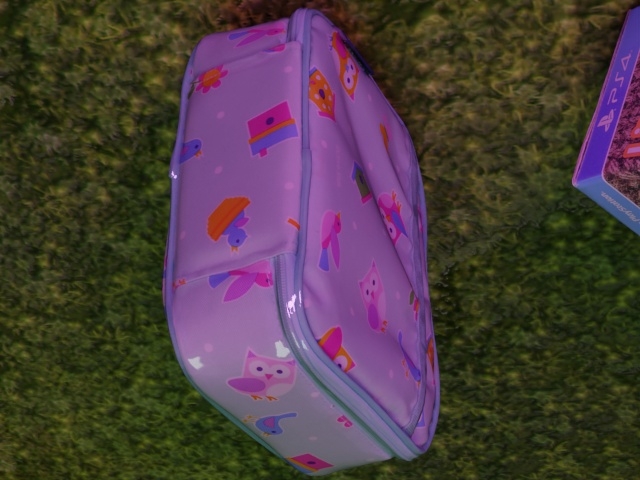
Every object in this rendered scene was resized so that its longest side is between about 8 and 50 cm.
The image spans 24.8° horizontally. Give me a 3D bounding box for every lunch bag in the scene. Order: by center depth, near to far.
[{"bbox_3d":[0.000,0.000,0.953,0.108,0.279,0.224,-15,143,24],"label":"lunch bag"}]

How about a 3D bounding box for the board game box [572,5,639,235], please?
[{"bbox_3d":[0.343,-0.058,0.860,0.232,0.141,0.291,33,154,-24],"label":"board game box"}]
